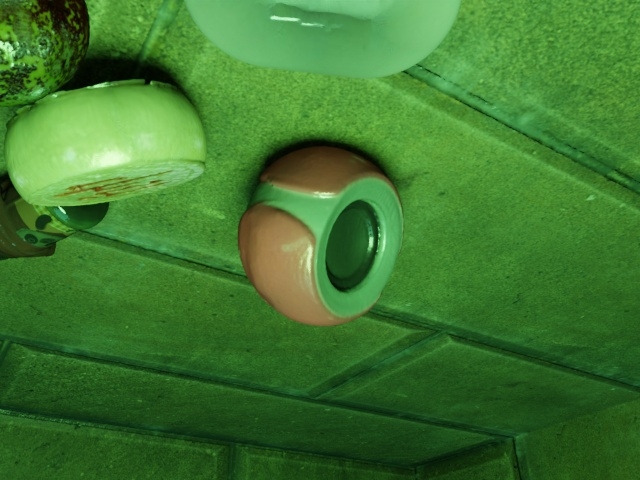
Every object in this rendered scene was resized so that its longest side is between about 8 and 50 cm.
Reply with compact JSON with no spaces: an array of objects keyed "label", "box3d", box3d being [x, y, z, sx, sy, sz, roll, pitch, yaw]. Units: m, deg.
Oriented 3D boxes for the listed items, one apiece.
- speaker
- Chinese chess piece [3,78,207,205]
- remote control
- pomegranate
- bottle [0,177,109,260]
[{"label":"speaker","box3d":[0.000,0.000,0.998,0.294,0.294,0.294,-1,147,0]},{"label":"Chinese chess piece","box3d":[-0.297,-0.129,0.853,0.270,0.112,0.270,-13,178,0]},{"label":"remote control","box3d":[0.002,-0.292,0.709,0.332,0.103,0.221,4,141,-7]},{"label":"pomegranate","box3d":[-0.357,-0.271,0.653,0.214,0.214,0.248,13,136,-20]},{"label":"bottle","box3d":[-0.501,-0.041,1.056,0.271,0.143,0.156,-22,116,26]}]
